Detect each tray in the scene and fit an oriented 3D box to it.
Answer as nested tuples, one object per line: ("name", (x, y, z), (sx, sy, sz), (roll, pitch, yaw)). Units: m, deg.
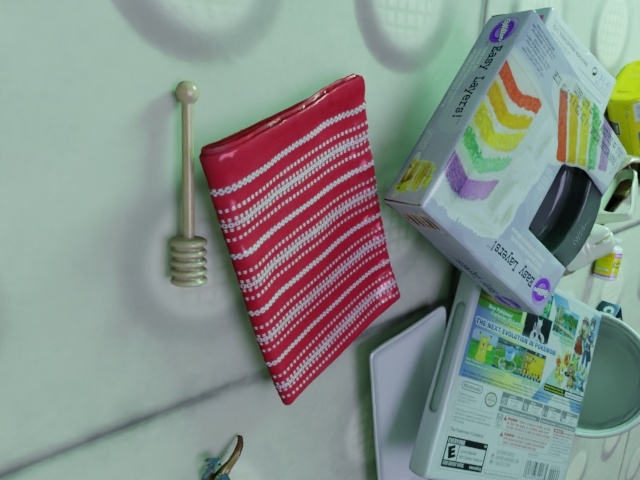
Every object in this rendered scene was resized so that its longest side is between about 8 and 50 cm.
("tray", (0.114, 0.226, 0.718), (0.145, 0.030, 0.270), (-24, 119, -35))

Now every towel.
("towel", (0.000, 0.000, 0.521), (0.199, 0.031, 0.274), (-37, 126, -36))

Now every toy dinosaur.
("toy dinosaur", (-0.101, 0.251, 0.522), (0.090, 0.047, 0.082), (-27, 140, -46))

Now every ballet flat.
("ballet flat", (0.436, -0.035, 0.876), (0.316, 0.106, 0.107), (-51, 132, -18))

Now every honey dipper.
("honey dipper", (-0.106, -0.043, 0.426), (0.030, 0.030, 0.160), (-10, 108, -41))

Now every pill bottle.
("pill bottle", (0.570, 0.035, 1.067), (0.043, 0.043, 0.083), (-5, 107, -42))

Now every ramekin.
("ramekin", (0.455, 0.229, 0.920), (0.109, 0.207, 0.207), (30, 82, -53))

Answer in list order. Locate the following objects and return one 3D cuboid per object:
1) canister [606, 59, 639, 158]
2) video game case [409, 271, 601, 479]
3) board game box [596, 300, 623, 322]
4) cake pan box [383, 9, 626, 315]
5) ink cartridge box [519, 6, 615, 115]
("canister", (0.567, -0.217, 0.960), (0.126, 0.073, 0.170), (-50, 130, -19))
("video game case", (0.283, 0.201, 0.776), (0.329, 0.036, 0.299), (24, 79, -34))
("board game box", (0.615, 0.270, 1.188), (0.165, 0.042, 0.243), (-48, 131, -20))
("cake pan box", (0.226, -0.074, 0.619), (0.267, 0.070, 0.245), (38, 82, -33))
("ink cartridge box", (0.276, -0.117, 0.718), (0.186, 0.065, 0.311), (24, 85, -35))
